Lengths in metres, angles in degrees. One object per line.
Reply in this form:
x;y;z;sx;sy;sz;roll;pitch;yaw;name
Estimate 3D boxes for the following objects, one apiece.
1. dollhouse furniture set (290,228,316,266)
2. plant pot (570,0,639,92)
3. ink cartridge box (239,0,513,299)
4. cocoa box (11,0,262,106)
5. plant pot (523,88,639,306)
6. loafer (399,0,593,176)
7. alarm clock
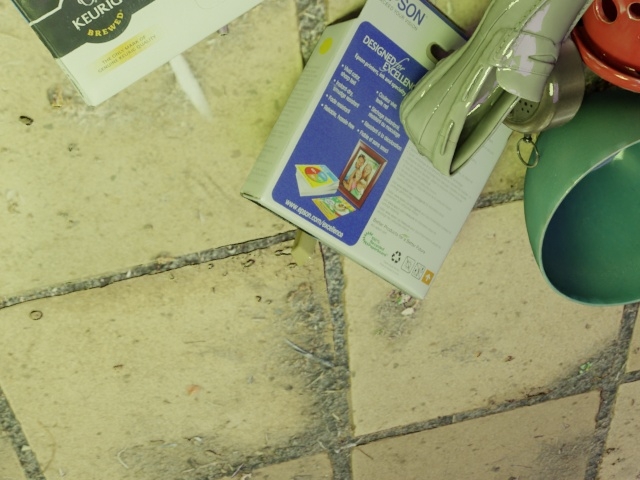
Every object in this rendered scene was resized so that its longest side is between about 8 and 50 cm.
0.000;0.000;1.304;0.081;0.114;0.091;30;145;-21;dollhouse furniture set
0.384;-0.275;1.153;0.191;0.191;0.174;-3;138;-16;plant pot
0.090;-0.122;1.244;0.304;0.072;0.307;31;83;-36;ink cartridge box
-0.133;-0.333;0.869;0.347;0.231;0.228;-32;132;1;cocoa box
0.385;-0.085;1.318;0.290;0.195;0.290;-9;134;-10;plant pot
0.216;-0.200;1.104;0.112;0.111;0.319;-2;143;-43;loafer
0.251;-0.176;1.220;0.064;0.129;0.192;-21;122;-27;alarm clock
